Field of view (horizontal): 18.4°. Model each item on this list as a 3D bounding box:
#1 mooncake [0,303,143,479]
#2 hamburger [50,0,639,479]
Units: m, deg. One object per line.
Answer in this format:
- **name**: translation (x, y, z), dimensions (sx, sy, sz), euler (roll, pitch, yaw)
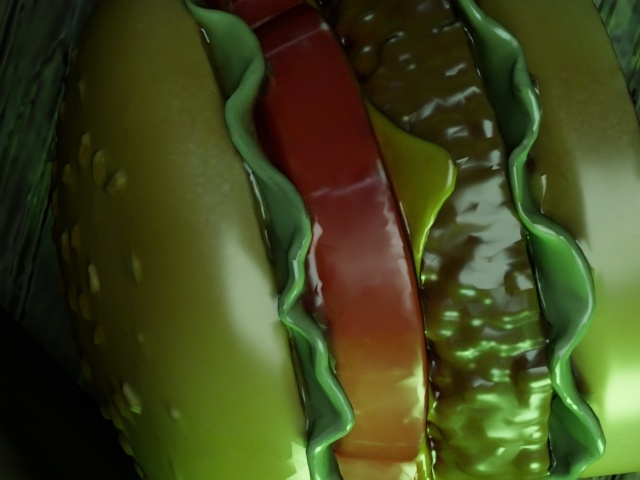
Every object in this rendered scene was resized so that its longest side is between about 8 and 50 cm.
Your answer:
- **mooncake**: translation (-0.131, 0.202, 0.746), dimensions (0.246, 0.394, 0.393), euler (-33, 73, -3)
- **hamburger**: translation (0.000, 0.000, 0.794), dimensions (0.212, 0.274, 0.274), euler (-13, 103, -10)
